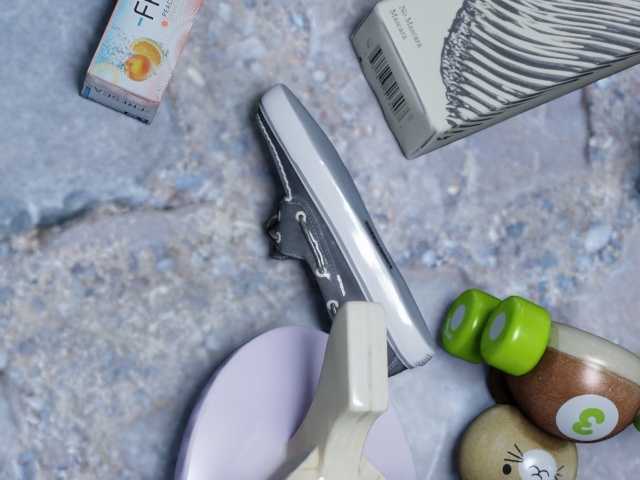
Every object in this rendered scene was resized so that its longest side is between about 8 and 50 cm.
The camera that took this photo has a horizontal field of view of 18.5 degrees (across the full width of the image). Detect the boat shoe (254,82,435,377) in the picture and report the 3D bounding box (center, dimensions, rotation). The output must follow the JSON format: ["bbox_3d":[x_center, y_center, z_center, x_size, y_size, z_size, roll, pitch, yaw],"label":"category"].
[{"bbox_3d":[0.000,0.000,1.417,0.076,0.080,0.228,-29,89,10],"label":"boat shoe"}]

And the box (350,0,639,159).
[{"bbox_3d":[0.171,-0.165,1.472,0.275,0.094,0.113,-25,84,-15],"label":"box"}]

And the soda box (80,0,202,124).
[{"bbox_3d":[-0.114,-0.182,1.431,0.058,0.063,0.183,23,74,-6],"label":"soda box"}]

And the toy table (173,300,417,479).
[{"bbox_3d":[0.008,0.182,1.281,0.252,0.161,0.274,-9,81,-21],"label":"toy table"}]

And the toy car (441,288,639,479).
[{"bbox_3d":[0.149,0.151,1.385,0.155,0.149,0.188,24,85,-17],"label":"toy car"}]
